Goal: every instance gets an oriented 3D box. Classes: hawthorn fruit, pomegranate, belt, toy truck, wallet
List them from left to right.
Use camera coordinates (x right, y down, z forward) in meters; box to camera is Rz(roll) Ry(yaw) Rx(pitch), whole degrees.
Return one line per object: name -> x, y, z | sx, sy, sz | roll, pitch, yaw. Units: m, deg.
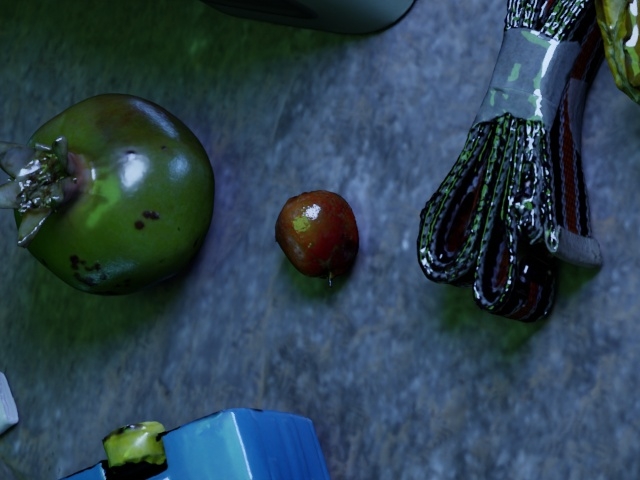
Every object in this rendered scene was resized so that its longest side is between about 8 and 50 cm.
wallet -> -0.346, 0.180, 1.485 | 0.122, 0.025, 0.061 | -35, 59, 22
pomegranate -> -0.194, -0.043, 1.314 | 0.182, 0.224, 0.181 | -3, 82, 23
toy truck -> -0.171, 0.264, 1.282 | 0.385, 0.162, 0.161 | -26, 69, 27
hawthorn fruit -> -0.001, -0.006, 1.280 | 0.077, 0.077, 0.077 | -6, 79, 31
belt -> 0.171, -0.118, 1.178 | 0.126, 0.094, 0.359 | 12, 87, 34

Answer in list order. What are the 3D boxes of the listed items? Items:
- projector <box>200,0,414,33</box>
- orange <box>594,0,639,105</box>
projector -> -0.056, -0.327, 1.262 | 0.248, 0.249, 0.248 | 15, 88, 32
orange -> 0.282, -0.158, 1.101 | 0.170, 0.112, 0.160 | 15, 95, 13
